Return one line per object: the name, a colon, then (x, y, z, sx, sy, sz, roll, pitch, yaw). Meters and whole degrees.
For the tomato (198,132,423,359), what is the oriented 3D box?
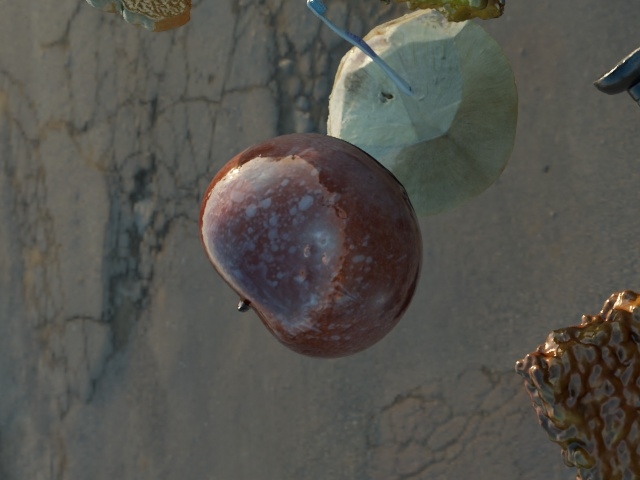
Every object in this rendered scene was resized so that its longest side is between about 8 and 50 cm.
tomato: (0.000, 0.000, 1.117, 0.227, 0.270, 0.270, -38, 51, 8)

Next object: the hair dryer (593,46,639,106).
hair dryer: (0.783, -0.318, 2.026, 0.284, 0.320, 0.156, -46, 0, -6)

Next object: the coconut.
coconut: (0.187, -0.250, 1.832, 0.415, 0.344, 0.415, -177, 90, -89)

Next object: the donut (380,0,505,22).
donut: (0.151, -0.424, 1.040, 0.163, 0.435, 0.377, 14, 96, 10)

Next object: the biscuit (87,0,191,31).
biscuit: (-0.260, -0.358, 1.312, 0.236, 0.144, 0.040, 49, 154, 25)

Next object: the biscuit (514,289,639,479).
biscuit: (0.533, 0.278, 1.718, 0.318, 0.312, 0.110, 63, 162, 2)

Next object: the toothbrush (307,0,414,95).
toothbrush: (0.038, -0.171, 0.863, 0.013, 0.131, 0.011, -26, 35, 43)
